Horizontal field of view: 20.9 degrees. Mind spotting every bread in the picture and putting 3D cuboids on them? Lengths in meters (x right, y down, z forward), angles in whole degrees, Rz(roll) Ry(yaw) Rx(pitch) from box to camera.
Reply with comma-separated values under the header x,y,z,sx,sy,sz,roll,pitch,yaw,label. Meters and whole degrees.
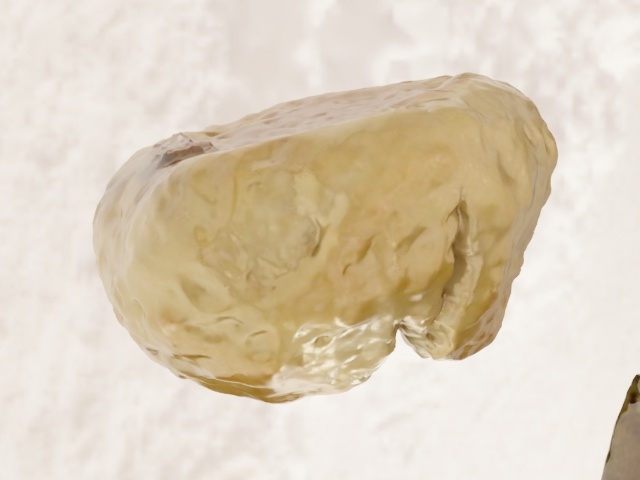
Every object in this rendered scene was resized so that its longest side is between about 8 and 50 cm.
x,y,z,sx,sy,sz,roll,pitch,yaw,label
0.000,0.000,0.848,0.244,0.244,0.134,-40,118,-64,bread

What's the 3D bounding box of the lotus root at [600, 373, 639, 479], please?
x,y,z,sx,sy,sz,roll,pitch,yaw,label
0.206,0.205,0.856,0.267,0.149,0.260,10,98,-64,lotus root
